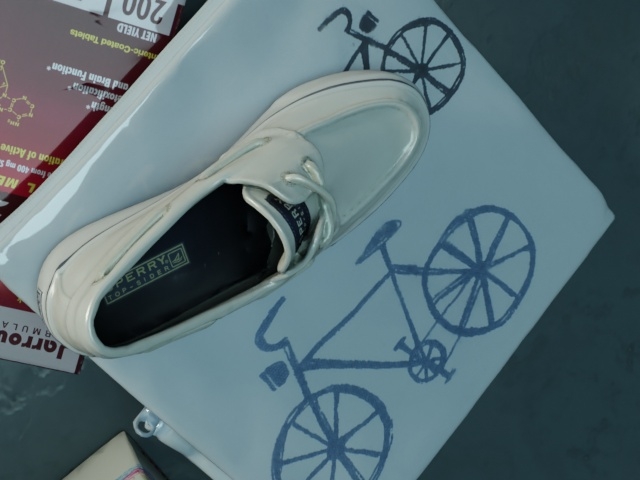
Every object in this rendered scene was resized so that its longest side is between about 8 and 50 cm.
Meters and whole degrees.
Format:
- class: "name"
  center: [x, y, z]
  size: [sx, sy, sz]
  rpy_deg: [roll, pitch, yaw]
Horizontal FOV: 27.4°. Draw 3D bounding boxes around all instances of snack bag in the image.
- class: "snack bag"
  center: [0.000, 0.000, 0.815]
  size: [0.323, 0.037, 0.342]
  rpy_deg: [-51, 119, -10]

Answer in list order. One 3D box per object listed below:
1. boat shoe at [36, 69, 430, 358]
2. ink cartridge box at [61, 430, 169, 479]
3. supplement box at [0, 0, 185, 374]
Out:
- class: "boat shoe"
  center: [-0.030, -0.010, 0.726]
  size: [0.258, 0.084, 0.095]
  rpy_deg: [-36, 115, -18]
- class: "ink cartridge box"
  center: [-0.116, 0.223, 0.784]
  size: [0.127, 0.176, 0.128]
  rpy_deg: [-39, 108, -5]
- class: "supplement box"
  center: [-0.175, -0.054, 0.769]
  size: [0.130, 0.073, 0.239]
  rpy_deg: [14, 96, -21]
